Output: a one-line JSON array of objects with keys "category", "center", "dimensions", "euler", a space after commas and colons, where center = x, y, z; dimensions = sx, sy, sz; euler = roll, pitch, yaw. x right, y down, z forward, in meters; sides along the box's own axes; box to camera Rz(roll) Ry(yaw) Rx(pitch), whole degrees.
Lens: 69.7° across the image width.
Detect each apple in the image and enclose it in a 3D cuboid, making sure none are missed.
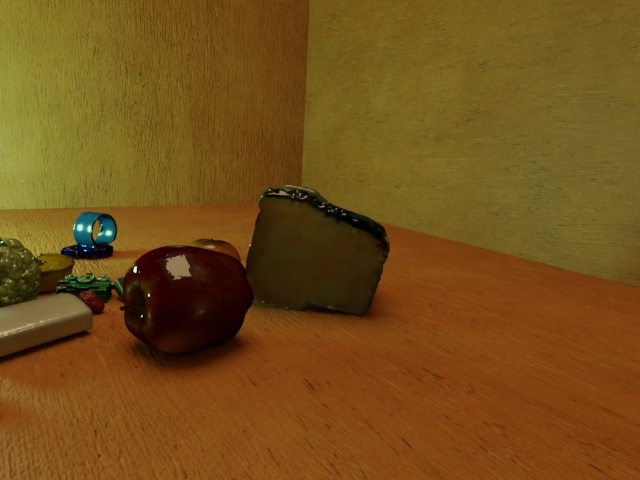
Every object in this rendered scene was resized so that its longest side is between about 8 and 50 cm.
[{"category": "apple", "center": [-0.346, 0.150, 1.195], "dimensions": [0.317, 0.288, 0.288], "euler": [4, 9, -39]}]

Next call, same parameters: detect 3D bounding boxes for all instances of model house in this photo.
[{"category": "model house", "center": [0.000, 0.000, 1.621], "dimensions": [0.445, 0.395, 0.400], "euler": [13, 19, 2]}]

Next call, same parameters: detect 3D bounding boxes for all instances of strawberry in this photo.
[{"category": "strawberry", "center": [-0.700, 0.190, 1.403], "dimensions": [0.083, 0.073, 0.073], "euler": [14, 8, -18]}]

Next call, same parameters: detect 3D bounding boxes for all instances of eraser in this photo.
[{"category": "eraser", "center": [-0.763, 0.215, 1.186], "dimensions": [0.174, 0.095, 0.270], "euler": [18, 19, 30]}]

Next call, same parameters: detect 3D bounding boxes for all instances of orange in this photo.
[{"category": "orange", "center": [-0.416, 0.076, 1.761], "dimensions": [0.224, 0.170, 0.224], "euler": [3, 14, -1]}]

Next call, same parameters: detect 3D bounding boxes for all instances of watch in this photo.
[{"category": "watch", "center": [-1.008, -0.026, 2.034], "dimensions": [0.171, 0.200, 0.196], "euler": [7, 9, 5]}]

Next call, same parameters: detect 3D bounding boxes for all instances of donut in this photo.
[{"category": "donut", "center": [-0.947, 0.113, 1.611], "dimensions": [0.152, 0.101, 0.259], "euler": [2, 11, -7]}]

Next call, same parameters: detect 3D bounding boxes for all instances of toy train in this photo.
[{"category": "toy train", "center": [-0.779, 0.160, 1.522], "dimensions": [0.178, 0.071, 0.104], "euler": [3, 22, -9]}]

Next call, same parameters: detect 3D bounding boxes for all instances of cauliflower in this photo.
[{"category": "cauliflower", "center": [-0.950, 0.097, 1.300], "dimensions": [0.281, 0.260, 0.327], "euler": [2, -23, -18]}]

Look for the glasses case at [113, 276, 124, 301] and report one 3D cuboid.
[{"category": "glasses case", "center": [-0.606, 0.153, 1.581], "dimensions": [0.184, 0.039, 0.078], "euler": [-11, 50, -49]}]
